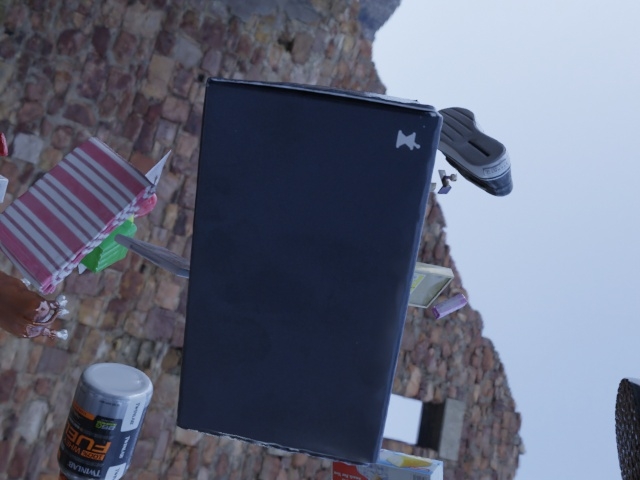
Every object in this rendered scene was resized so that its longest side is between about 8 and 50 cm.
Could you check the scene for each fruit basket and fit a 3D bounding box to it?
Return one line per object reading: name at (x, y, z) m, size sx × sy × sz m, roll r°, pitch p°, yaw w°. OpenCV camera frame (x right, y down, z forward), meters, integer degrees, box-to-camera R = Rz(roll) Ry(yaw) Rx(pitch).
fruit basket at (-0.590, -0.089, 1.749) m, size 0.327 × 0.165 × 0.353 m, roll -43°, pitch -164°, yaw 55°

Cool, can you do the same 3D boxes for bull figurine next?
bull figurine at (-0.643, 0.107, 1.188) m, size 0.101 × 0.310 × 0.188 m, roll -60°, pitch 161°, yaw -1°

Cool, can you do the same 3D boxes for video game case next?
video game case at (-0.276, 0.036, 1.082) m, size 0.019 × 0.143 × 0.157 m, roll -64°, pitch 161°, yaw -2°

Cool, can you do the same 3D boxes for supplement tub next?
supplement tub at (-0.620, 0.540, 1.693) m, size 0.207 × 0.207 × 0.338 m, roll -141°, pitch -112°, yaw -67°

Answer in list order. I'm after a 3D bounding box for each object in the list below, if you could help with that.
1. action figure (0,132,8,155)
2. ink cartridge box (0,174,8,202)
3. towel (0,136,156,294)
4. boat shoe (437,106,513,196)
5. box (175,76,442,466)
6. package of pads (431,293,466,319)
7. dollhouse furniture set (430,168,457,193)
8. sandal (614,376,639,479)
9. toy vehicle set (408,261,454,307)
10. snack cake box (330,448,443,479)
action figure at (-0.742, -0.191, 1.091) m, size 0.091 × 0.280 × 0.139 m, roll 104°, pitch -30°, yaw -78°
ink cartridge box at (-0.898, -0.174, 1.318) m, size 0.296 × 0.261 × 0.066 m, roll 26°, pitch -79°, yaw 30°
towel at (-0.329, -0.039, 0.786) m, size 0.197 × 0.144 × 0.029 m, roll -46°, pitch 155°, yaw -14°
boat shoe at (0.333, -0.201, 1.363) m, size 0.121 × 0.119 × 0.335 m, roll -23°, pitch -145°, yaw 4°
box at (0.000, 0.000, 0.956) m, size 0.472 × 0.297 × 0.479 m, roll -68°, pitch 167°, yaw -75°
package of pads at (0.326, 0.166, 1.501) m, size 0.050 × 0.083 × 0.032 m, roll 87°, pitch -23°, yaw -68°
dollhouse furniture set at (0.363, -0.206, 1.898) m, size 0.091 × 0.114 × 0.081 m, roll 115°, pitch -30°, yaw -58°
sandal at (0.495, 0.375, 0.801) m, size 0.445 × 0.107 × 0.167 m, roll -76°, pitch 163°, yaw -56°
toy vehicle set at (0.264, 0.132, 1.855) m, size 0.166 × 0.267 × 0.035 m, roll -57°, pitch -148°, yaw 38°
snack cake box at (0.158, 0.599, 1.441) m, size 0.264 × 0.089 × 0.152 m, roll 2°, pitch -86°, yaw 29°
